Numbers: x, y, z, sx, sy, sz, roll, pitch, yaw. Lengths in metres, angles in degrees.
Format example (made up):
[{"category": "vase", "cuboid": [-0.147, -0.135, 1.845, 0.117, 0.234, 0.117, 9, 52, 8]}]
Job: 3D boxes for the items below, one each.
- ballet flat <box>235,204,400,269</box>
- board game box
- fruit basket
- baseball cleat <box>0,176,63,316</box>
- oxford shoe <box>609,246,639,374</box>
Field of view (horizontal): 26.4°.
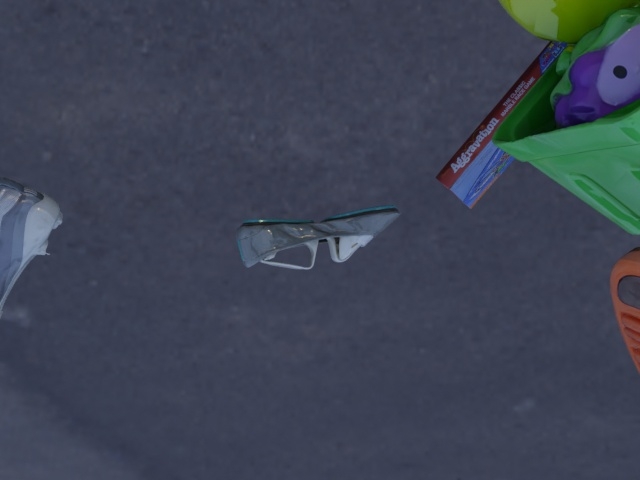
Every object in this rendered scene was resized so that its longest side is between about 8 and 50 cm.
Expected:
[{"category": "ballet flat", "cuboid": [0.000, 0.000, 1.685, 0.213, 0.068, 0.072, -6, 175, -18]}, {"category": "board game box", "cuboid": [0.256, -0.165, 1.693, 0.027, 0.281, 0.145, 42, -176, 20]}, {"category": "fruit basket", "cuboid": [0.297, -0.232, 1.238, 0.392, 0.392, 0.283, 16, 173, -22]}, {"category": "baseball cleat", "cuboid": [-0.337, 0.020, 1.322, 0.109, 0.072, 0.206, 29, 112, -24]}, {"category": "oxford shoe", "cuboid": [0.298, 0.098, 0.756, 0.363, 0.133, 0.130, 43, 173, -25]}]
